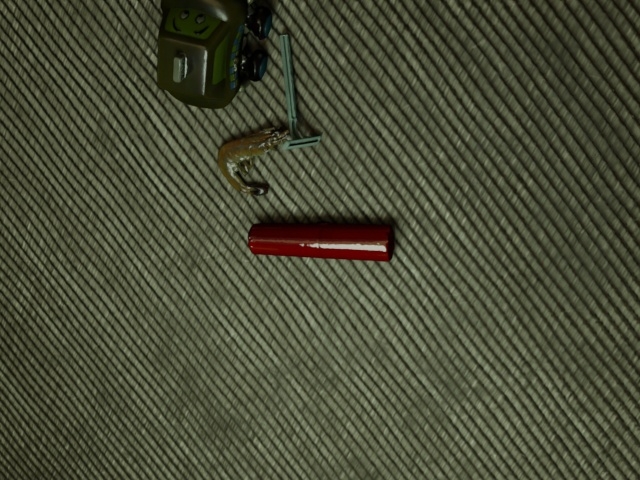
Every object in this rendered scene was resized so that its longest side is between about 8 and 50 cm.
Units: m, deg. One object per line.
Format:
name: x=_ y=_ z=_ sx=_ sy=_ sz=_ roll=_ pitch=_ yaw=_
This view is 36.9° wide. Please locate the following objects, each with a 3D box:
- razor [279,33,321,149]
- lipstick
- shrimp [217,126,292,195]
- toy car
razor: x=-0.054 y=-0.276 z=1.776 sx=0.036 sy=0.084 sz=0.211 roll=-5 pitch=96 yaw=48
lipstick: x=0.000 y=0.000 z=1.833 sx=0.280 sy=0.073 sz=0.073 roll=2 pitch=107 yaw=16
shrimp: x=-0.116 y=-0.148 z=1.843 sx=0.178 sy=0.034 sz=0.124 roll=-16 pitch=103 yaw=23
toy car: x=-0.212 y=-0.346 z=1.707 sx=0.204 sy=0.198 sz=0.248 roll=16 pitch=124 yaw=10
